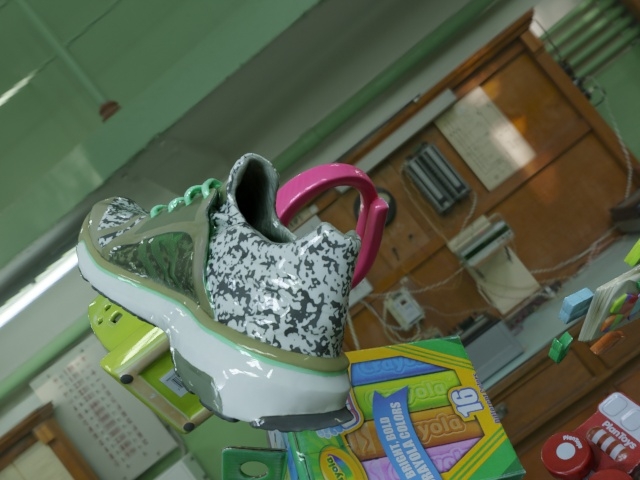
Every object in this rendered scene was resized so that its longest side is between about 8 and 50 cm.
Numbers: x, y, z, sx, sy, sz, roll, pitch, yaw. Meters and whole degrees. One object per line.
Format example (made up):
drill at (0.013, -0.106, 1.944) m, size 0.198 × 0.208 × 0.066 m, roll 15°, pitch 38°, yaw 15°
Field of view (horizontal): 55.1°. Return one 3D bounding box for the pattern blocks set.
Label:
pattern blocks set at (0.510, 0.092, 0.999) m, size 0.325 × 0.026 × 0.285 m, roll -29°, pitch -42°, yaw -11°

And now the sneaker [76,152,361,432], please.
sneaker at (-0.092, 0.004, 0.580) m, size 0.158 × 0.410 × 0.182 m, roll 16°, pitch -82°, yaw -45°

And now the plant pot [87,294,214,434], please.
plant pot at (-0.215, 0.156, 0.988) m, size 0.228 × 0.227 × 0.207 m, roll -37°, pitch 30°, yaw 0°

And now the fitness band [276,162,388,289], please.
fitness band at (0.000, 0.000, 1.018) m, size 0.209 × 0.054 × 0.291 m, roll -11°, pitch -44°, yaw -20°

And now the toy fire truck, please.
toy fire truck at (0.618, 0.455, 1.222) m, size 0.254 × 0.169 × 0.302 m, roll -40°, pitch 25°, yaw -4°

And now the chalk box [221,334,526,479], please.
chalk box at (0.037, 0.244, 0.686) m, size 0.289 × 0.179 × 0.180 m, roll -7°, pitch -42°, yaw -15°
